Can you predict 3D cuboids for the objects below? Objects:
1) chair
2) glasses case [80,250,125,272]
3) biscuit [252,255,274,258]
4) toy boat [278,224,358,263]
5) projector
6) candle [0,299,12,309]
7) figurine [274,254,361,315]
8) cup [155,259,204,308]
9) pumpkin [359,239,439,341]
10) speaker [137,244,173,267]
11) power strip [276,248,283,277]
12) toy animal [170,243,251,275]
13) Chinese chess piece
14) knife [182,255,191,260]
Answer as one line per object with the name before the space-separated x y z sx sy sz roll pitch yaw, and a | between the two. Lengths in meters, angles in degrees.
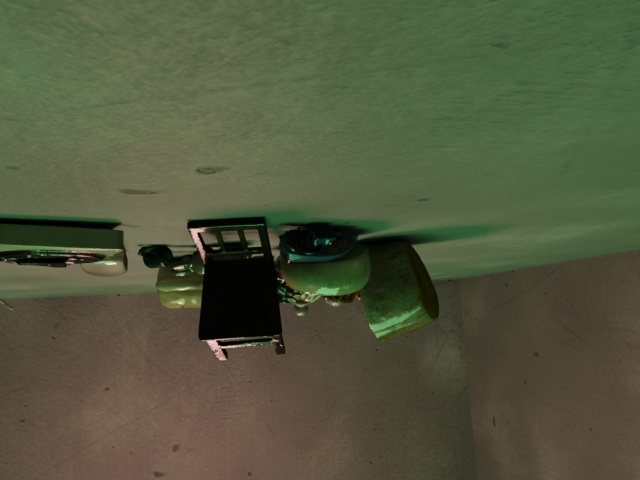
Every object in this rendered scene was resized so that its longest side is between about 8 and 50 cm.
chair | -0.199 0.137 1.431 0.203 0.240 0.416 -3 159 -1
glasses case | -0.602 0.059 1.614 0.113 0.075 0.297 0 171 -16
biscuit | -0.206 0.071 2.070 0.084 0.023 0.084 -4 172 -1
toy boat | 0.000 0.000 1.449 0.223 0.100 0.097 -5 139 -33
projector | -0.601 0.017 1.288 0.259 0.079 0.257 4 171 -34
candle | -1.134 0.172 1.802 0.187 0.187 0.330 -11 170 43
figurine | -0.006 0.136 1.905 0.382 0.261 0.186 11 -171 -26
cup | -0.440 0.129 1.947 0.202 0.173 0.255 -2 153 4
pumpkin | 0.251 0.147 1.840 0.199 0.332 0.332 -17 169 14
speaker | -0.472 0.037 1.639 0.075 0.060 0.094 -7 136 24
power strip | -0.005 0.061 1.769 0.279 0.109 0.037 2 172 -34
toy animal | -0.314 0.057 1.703 0.236 0.108 0.138 10 142 -3
Chinese chess piece | 0.015 0.070 1.599 0.250 0.101 0.250 1 -165 0
knife | -0.346 0.059 1.886 0.222 0.031 0.064 -5 174 14
